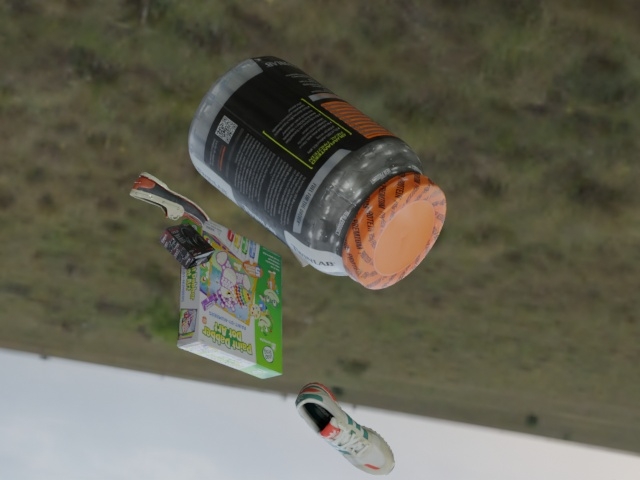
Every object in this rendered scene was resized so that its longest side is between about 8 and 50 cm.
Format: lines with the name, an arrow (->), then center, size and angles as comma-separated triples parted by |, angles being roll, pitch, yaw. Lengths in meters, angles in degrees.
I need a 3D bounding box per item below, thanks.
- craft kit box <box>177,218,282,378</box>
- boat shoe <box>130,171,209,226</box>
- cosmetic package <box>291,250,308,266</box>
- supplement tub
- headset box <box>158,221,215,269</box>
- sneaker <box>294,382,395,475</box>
craft kit box -> -0.164, 0.108, 2.318 | 0.061, 0.246, 0.250 | -14, 155, 33
boat shoe -> -0.244, -0.058, 2.029 | 0.137, 0.043, 0.049 | 34, 161, -20
cosmetic package -> 0.000, 0.000, 1.952 | 0.060, 0.041, 0.115 | -39, 176, 18
supplement tub -> -0.005, -0.091, 1.700 | 0.338, 0.207, 0.207 | 39, -170, 32
headset box -> -0.233, 0.006, 2.160 | 0.083, 0.032, 0.062 | 45, -148, 18
sneaker -> 0.027, 0.257, 1.645 | 0.161, 0.057, 0.075 | 44, -166, 5
